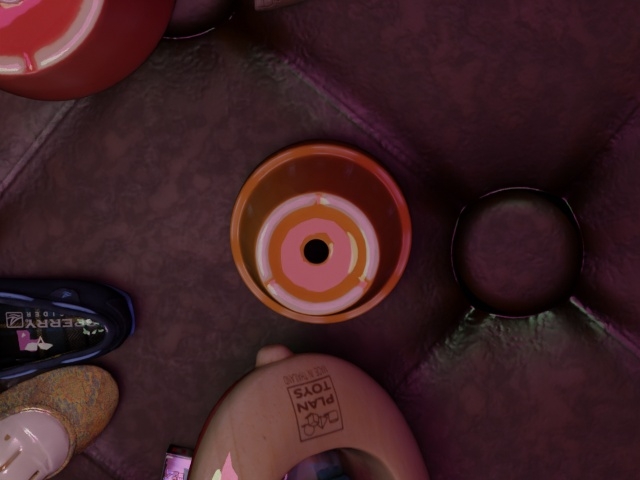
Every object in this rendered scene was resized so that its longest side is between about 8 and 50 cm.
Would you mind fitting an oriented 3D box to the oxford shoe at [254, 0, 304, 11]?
[{"bbox_3d":[-0.096,-0.404,1.502,0.133,0.130,0.363,-25,111,10],"label":"oxford shoe"}]

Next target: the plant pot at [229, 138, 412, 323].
[{"bbox_3d":[0.000,0.000,1.555,0.205,0.188,0.205,0,98,1],"label":"plant pot"}]

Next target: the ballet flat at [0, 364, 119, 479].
[{"bbox_3d":[-0.383,0.257,1.636,0.349,0.123,0.123,-25,97,5],"label":"ballet flat"}]

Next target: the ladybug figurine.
[{"bbox_3d":[-0.021,0.328,1.592,0.305,0.162,0.449,-12,99,-31],"label":"ladybug figurine"}]

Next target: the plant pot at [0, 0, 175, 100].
[{"bbox_3d":[-0.296,-0.270,1.494,0.275,0.243,0.274,0,99,1],"label":"plant pot"}]

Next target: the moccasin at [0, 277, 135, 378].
[{"bbox_3d":[-0.384,0.094,1.613,0.342,0.117,0.137,-11,98,3],"label":"moccasin"}]

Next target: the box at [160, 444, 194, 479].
[{"bbox_3d":[-0.145,0.351,1.688,0.114,0.036,0.207,12,99,-1],"label":"box"}]
